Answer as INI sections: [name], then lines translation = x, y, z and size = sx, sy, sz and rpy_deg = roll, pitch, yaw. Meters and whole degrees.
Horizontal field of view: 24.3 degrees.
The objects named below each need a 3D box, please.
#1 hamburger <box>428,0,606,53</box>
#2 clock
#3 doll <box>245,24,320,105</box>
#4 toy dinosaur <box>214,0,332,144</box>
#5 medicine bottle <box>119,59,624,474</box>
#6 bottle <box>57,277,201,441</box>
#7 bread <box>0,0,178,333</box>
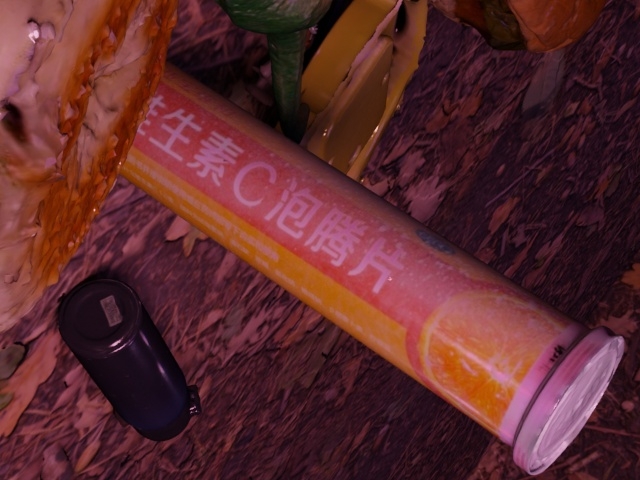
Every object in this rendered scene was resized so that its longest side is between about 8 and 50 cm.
[hamburger]
translation = 0.201, -0.274, 1.422
size = 0.330, 0.162, 0.209
rpy_deg = -28, 144, -58
[clock]
translation = 0.007, -0.118, 1.353
size = 0.277, 0.071, 0.293
rpy_deg = -56, 167, -27
[doll]
translation = -0.034, -0.159, 1.263
size = 0.085, 0.040, 0.058
rpy_deg = -52, 168, -10
[toy dinosaur]
translation = -0.045, -0.127, 0.934
size = 0.301, 0.087, 0.447
rpy_deg = -68, 172, 28
[medicine bottle]
translation = 0.000, 0.000, 1.030
size = 0.108, 0.426, 0.108
rpy_deg = -44, 154, -28
[bottle]
translation = -0.168, 0.115, 1.321
size = 0.082, 0.072, 0.244
rpy_deg = -16, 153, 1
[bread]
translation = -0.184, -0.095, 0.821
size = 0.305, 0.159, 0.305
rpy_deg = -157, -90, -90
